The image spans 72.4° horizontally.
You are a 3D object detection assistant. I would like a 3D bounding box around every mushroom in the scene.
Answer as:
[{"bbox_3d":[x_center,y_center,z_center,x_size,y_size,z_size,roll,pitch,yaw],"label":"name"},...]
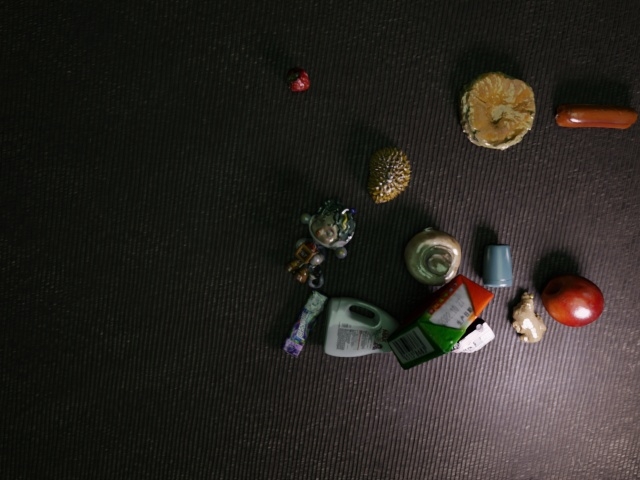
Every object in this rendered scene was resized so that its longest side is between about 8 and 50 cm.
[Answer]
[{"bbox_3d":[0.473,0.067,1.848,0.254,0.184,0.255,2,107,7],"label":"mushroom"}]

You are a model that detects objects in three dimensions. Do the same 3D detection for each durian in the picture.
[{"bbox_3d":[0.292,-0.282,1.843,0.183,0.138,0.250,5,89,8],"label":"durian"}]

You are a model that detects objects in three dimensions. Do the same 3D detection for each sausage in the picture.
[{"bbox_3d":[1.161,-0.524,1.839,0.330,0.102,0.102,2,95,0],"label":"sausage"}]

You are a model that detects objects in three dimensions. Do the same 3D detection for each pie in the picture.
[{"bbox_3d":[0.741,-0.549,1.840,0.339,0.083,0.340,0,93,-1],"label":"pie"}]

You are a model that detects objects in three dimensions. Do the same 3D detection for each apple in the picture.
[{"bbox_3d":[1.062,0.253,1.847,0.201,0.218,0.218,38,94,-5],"label":"apple"}]

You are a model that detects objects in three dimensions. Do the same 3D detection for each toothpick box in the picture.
[{"bbox_3d":[0.760,0.103,1.882,0.120,0.120,0.184,-1,92,0],"label":"toothpick box"}]

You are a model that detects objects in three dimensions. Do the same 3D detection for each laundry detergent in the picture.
[{"bbox_3d":[0.218,0.387,1.902,0.397,0.125,0.264,7,98,-2],"label":"laundry detergent"}]

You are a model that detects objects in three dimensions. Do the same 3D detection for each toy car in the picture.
[{"bbox_3d":[0.656,0.437,1.926,0.209,0.089,0.108,-37,99,0],"label":"toy car"}]

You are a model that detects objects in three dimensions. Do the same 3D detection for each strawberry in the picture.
[{"bbox_3d":[-0.093,-0.667,1.827,0.106,0.106,0.106,0,95,0],"label":"strawberry"}]

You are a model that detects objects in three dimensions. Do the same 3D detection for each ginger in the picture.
[{"bbox_3d":[0.905,0.341,1.926,0.137,0.074,0.213,-25,99,-7],"label":"ginger"}]

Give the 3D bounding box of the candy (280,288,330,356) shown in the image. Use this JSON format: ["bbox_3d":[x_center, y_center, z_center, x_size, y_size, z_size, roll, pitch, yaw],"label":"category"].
[{"bbox_3d":[-0.066,0.360,1.930,0.088,0.061,0.312,29,94,-1],"label":"candy"}]

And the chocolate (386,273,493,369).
[{"bbox_3d":[0.458,0.327,1.747,0.161,0.360,0.341,46,61,9],"label":"chocolate"}]

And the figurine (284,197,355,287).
[{"bbox_3d":[-0.003,-0.002,1.841,0.261,0.186,0.382,41,100,7],"label":"figurine"}]
